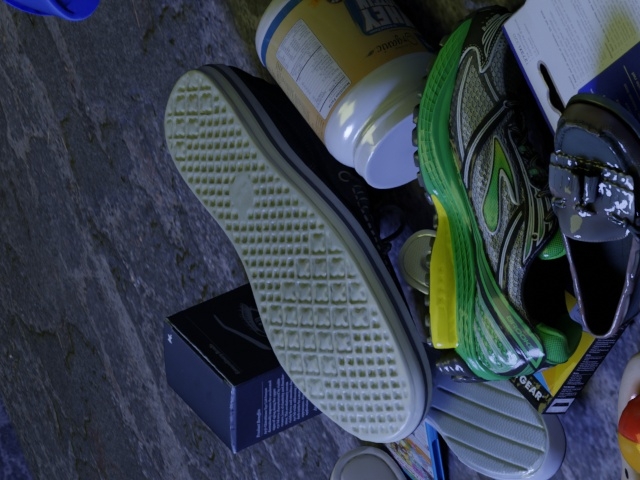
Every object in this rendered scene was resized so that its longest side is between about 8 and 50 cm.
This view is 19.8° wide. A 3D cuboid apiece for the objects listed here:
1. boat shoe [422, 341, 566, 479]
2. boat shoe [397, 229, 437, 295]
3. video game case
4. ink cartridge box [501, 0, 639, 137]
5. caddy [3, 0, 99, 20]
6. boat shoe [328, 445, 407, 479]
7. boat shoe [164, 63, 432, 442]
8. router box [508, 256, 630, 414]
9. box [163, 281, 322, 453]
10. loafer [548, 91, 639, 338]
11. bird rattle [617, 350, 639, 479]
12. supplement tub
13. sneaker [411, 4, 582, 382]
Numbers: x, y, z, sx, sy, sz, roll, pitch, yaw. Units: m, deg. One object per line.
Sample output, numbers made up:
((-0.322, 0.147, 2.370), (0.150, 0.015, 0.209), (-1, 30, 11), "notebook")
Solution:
((0.166, 0.168, 1.903), (0.302, 0.094, 0.109), (30, 102, 53), "boat shoe")
((0.180, 0.074, 1.845), (0.233, 0.084, 0.079), (41, -178, 31), "boat shoe")
((0.100, 0.219, 2.106), (0.119, 0.015, 0.166), (43, 155, 40), "video game case")
((0.269, -0.170, 1.465), (0.176, 0.069, 0.371), (65, 157, 7), "ink cartridge box")
((-0.302, -0.422, 2.161), (0.179, 0.241, 0.341), (28, 133, 46), "caddy")
((0.099, 0.403, 2.178), (0.324, 0.116, 0.097), (63, 162, 11), "boat shoe")
((0.000, 0.000, 1.991), (0.187, 0.156, 0.500), (-56, 52, 34), "boat shoe")
((0.200, 0.058, 1.739), (0.179, 0.046, 0.133), (47, 116, 34), "router box")
((-0.060, 0.134, 2.159), (0.153, 0.207, 0.108), (42, 144, 41), "box")
((0.242, -0.011, 1.538), (0.096, 0.084, 0.267), (23, 155, 32), "loafer")
((0.306, 0.175, 1.617), (0.207, 0.143, 0.253), (-141, 39, -71), "bird rattle")
((0.041, -0.164, 1.822), (0.200, 0.144, 0.144), (53, 150, 26), "supplement tub")
((0.179, -0.044, 1.671), (0.146, 0.134, 0.343), (-5, 90, 34), "sneaker")
